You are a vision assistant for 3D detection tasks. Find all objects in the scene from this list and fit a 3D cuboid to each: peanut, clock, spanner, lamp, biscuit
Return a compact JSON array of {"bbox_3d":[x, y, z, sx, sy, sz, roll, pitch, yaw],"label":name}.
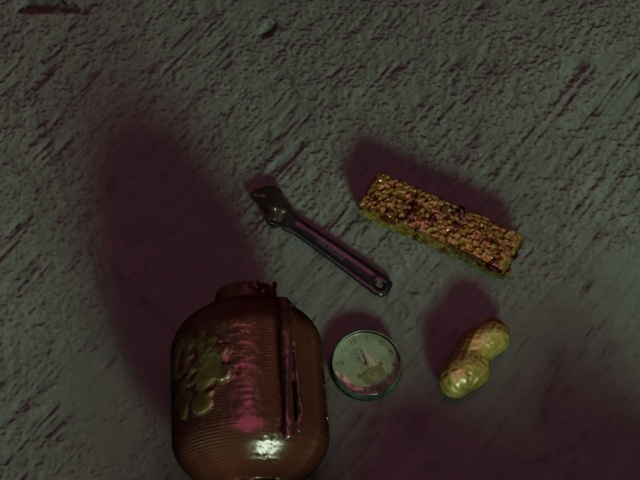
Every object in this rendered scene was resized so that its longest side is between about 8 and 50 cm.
[{"bbox_3d":[0.176,0.133,1.646,0.054,0.054,0.113,34,69,13],"label":"peanut"},{"bbox_3d":[0.052,0.142,1.654,0.085,0.017,0.085,0,65,-1],"label":"clock"},{"bbox_3d":[0.000,0.000,1.722,0.208,0.012,0.046,35,68,14],"label":"spanner"},{"bbox_3d":[-0.073,0.168,1.551,0.180,0.180,0.258,-3,64,-3],"label":"lamp"},{"bbox_3d":[0.144,-0.019,1.723,0.199,0.034,0.064,26,67,9],"label":"biscuit"}]
